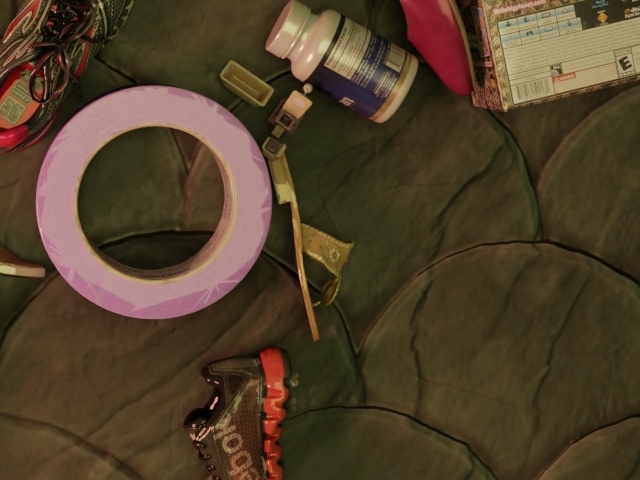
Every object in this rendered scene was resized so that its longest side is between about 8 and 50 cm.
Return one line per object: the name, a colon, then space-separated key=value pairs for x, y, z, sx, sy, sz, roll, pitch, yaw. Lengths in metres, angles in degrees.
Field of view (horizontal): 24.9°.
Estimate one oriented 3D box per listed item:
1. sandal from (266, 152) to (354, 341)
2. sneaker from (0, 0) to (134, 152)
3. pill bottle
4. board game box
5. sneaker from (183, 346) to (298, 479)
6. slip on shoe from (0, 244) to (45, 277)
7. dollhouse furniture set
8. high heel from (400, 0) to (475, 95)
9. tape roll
sandal: x=0.000 y=0.001 z=1.767 sx=0.079 sy=0.088 sz=0.240 roll=-15 pitch=95 yaw=-2
sneaker: x=-0.300 y=-0.231 z=1.668 sx=0.121 sy=0.112 sz=0.299 roll=26 pitch=91 yaw=-12
pill bottle: x=0.023 y=-0.219 z=1.738 sx=0.169 sy=0.094 sz=0.094 roll=28 pitch=92 yaw=-12
board game box: x=0.280 y=-0.323 z=1.748 sx=0.232 sy=0.141 sz=0.290 roll=-14 pitch=100 yaw=-9
sneaker: x=-0.104 y=0.266 z=1.779 sx=0.135 sy=0.097 sz=0.276 roll=2 pitch=95 yaw=-11
slip on shoe: x=-0.392 y=0.017 z=1.719 sx=0.135 sy=0.051 sz=0.041 roll=11 pitch=84 yaw=-6
dollhouse furniture set: x=-0.068 y=-0.171 z=1.719 sx=0.114 sy=0.081 sz=0.091 roll=34 pitch=55 yaw=-6
high heel: x=0.045 y=-0.319 z=1.724 sx=0.181 sy=0.127 sz=0.377 roll=-25 pitch=94 yaw=7
tape roll: x=-0.199 y=-0.048 z=1.723 sx=0.275 sy=0.090 sz=0.274 roll=-1 pitch=97 yaw=-10
